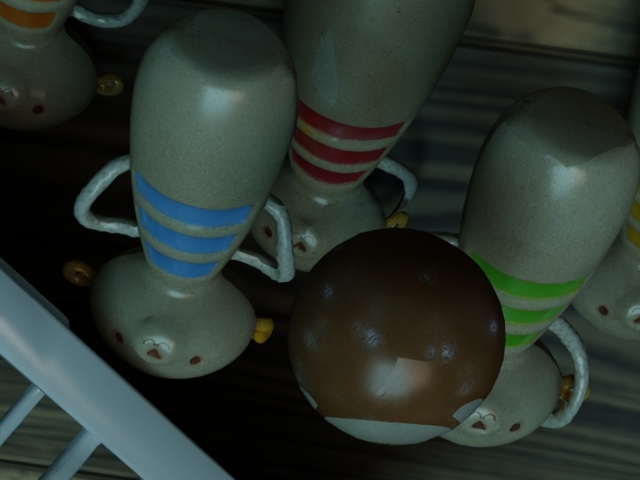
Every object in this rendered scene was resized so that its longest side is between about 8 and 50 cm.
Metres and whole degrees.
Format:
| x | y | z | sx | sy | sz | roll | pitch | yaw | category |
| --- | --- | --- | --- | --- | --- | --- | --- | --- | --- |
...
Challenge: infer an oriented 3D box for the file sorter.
| x | y | z | sx | sy | sz | roll | pitch | yaw | category |
| --- | --- | --- | --- | --- | --- | --- | --- | --- | --- |
| -0.109 | 0.124 | 0.664 | 0.277 | 0.173 | 0.193 | 46 | 169 | -30 | file sorter |

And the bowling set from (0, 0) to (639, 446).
| x | y | z | sx | sy | sz | roll | pitch | yaw | category |
| --- | --- | --- | --- | --- | --- | --- | --- | --- | --- |
| 0.000 | 0.000 | 0.574 | 0.287 | 0.200 | 0.154 | 16 | 136 | 0 | bowling set |
